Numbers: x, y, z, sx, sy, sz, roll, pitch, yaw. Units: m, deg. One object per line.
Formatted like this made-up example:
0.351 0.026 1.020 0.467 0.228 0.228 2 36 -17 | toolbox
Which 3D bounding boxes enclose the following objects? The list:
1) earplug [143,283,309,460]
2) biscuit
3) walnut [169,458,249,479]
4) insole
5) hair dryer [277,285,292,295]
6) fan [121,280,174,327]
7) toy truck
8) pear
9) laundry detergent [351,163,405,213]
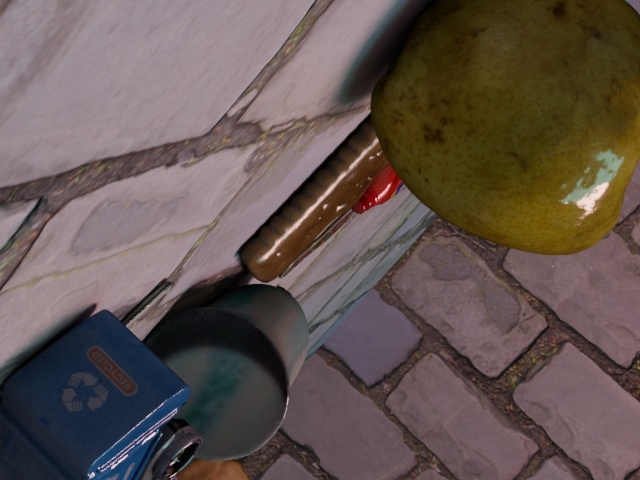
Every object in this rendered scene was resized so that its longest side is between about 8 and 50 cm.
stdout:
-0.097 0.133 1.601 0.185 0.185 0.324 -49 180 17 | earplug
0.026 -0.072 1.609 0.325 0.044 0.217 -46 171 -5 | biscuit
-0.249 0.479 1.927 0.381 0.381 0.381 -46 173 -7 | walnut
0.000 0.000 1.986 0.193 0.006 0.065 -42 172 -34 | insole
-0.122 0.177 1.982 0.251 0.089 0.197 -51 174 -20 | hair dryer
-0.232 0.118 1.271 0.226 0.008 0.152 -44 171 -14 | fan
-0.244 0.235 1.201 0.175 0.146 0.367 -22 146 -52 | toy truck
0.203 -0.134 1.334 0.304 0.304 0.304 -46 173 -7 | pear
0.105 -0.094 1.912 0.165 0.049 0.097 -40 163 -38 | laundry detergent
